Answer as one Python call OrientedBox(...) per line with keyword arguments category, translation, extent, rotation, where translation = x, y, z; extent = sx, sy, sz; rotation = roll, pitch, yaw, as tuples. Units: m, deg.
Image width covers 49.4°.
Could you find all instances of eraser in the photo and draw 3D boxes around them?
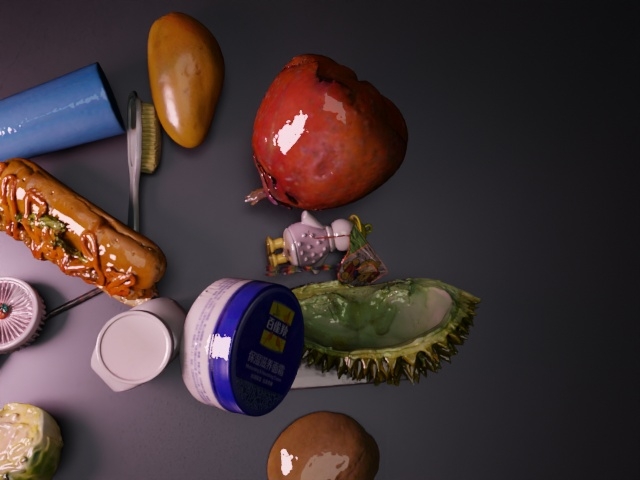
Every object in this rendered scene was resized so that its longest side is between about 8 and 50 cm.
OrientedBox(category="eraser", translation=(-0.004, 0.227, 1.277), extent=(0.352, 0.061, 0.089), rotation=(-3, 81, -9))

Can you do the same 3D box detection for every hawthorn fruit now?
OrientedBox(category="hawthorn fruit", translation=(-0.013, -0.164, 1.235), extent=(0.276, 0.276, 0.307), rotation=(44, 101, -1))

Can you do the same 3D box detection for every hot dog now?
OrientedBox(category="hot dog", translation=(-0.425, -0.001, 1.190), extent=(0.349, 0.158, 0.117), rotation=(34, 52, -1))

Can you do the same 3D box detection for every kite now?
OrientedBox(category="kite", translation=(0.018, 0.049, 1.274), extent=(0.245, 0.006, 0.197), rotation=(3, 116, -22))

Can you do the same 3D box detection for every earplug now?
OrientedBox(category="earplug", translation=(-0.500, -0.210, 1.232), extent=(0.273, 0.132, 0.132), rotation=(-20, 86, -6))

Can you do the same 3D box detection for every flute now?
OrientedBox(category="flute", translation=(-0.499, 0.140, 1.241), extent=(0.270, 0.014, 0.014), rotation=(-28, 88, -10))

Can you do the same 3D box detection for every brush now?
OrientedBox(category="brush", translation=(-0.324, -0.126, 1.282), extent=(0.060, 0.068, 0.296), rotation=(3, 86, -30))

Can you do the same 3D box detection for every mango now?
OrientedBox(category="mango", translation=(-0.243, -0.295, 1.281), extent=(0.139, 0.113, 0.253), rotation=(-5, 86, -19))

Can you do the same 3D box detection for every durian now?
OrientedBox(category="durian", translation=(0.086, 0.147, 1.199), extent=(0.395, 0.163, 0.197), rotation=(2, 76, 3))

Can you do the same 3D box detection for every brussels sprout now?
OrientedBox(category="brussels sprout", translation=(-0.502, 0.355, 1.164), extent=(0.149, 0.122, 0.151), rotation=(-34, 54, -16))

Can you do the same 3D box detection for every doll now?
OrientedBox(category="doll", translation=(0.000, 0.000, 1.295), extent=(0.207, 0.081, 0.129), rotation=(-14, 114, -12))

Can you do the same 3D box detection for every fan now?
OrientedBox(category="fan", translation=(-0.575, 0.173, 1.181), extent=(0.130, 0.074, 0.244), rotation=(34, 75, 10))

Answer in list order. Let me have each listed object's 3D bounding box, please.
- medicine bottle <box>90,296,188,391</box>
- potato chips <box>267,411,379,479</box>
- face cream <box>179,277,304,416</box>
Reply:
OrientedBox(category="medicine bottle", translation=(-0.283, 0.166, 1.125), extent=(0.161, 0.296, 0.111), rotation=(-44, 90, -11))
OrientedBox(category="potato chips", translation=(0.009, 0.410, 1.257), extent=(0.208, 0.062, 0.195), rotation=(-1, 81, -6))
OrientedBox(category="face cream", translation=(-0.121, 0.161, 1.078), extent=(0.111, 0.206, 0.205), rotation=(8, 80, 28))
